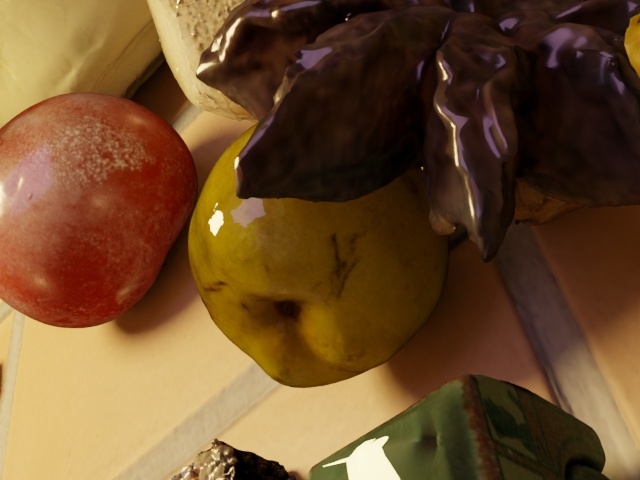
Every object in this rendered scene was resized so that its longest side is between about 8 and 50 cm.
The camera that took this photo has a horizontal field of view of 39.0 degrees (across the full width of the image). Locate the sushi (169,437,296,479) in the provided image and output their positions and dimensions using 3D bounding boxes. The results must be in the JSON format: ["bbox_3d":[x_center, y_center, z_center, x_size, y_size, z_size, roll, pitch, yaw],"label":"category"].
[{"bbox_3d":[-0.069,0.224,0.650,0.090,0.078,0.150,-33,41,33],"label":"sushi"}]

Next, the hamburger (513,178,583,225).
[{"bbox_3d":[0.157,-0.047,0.610,0.083,0.044,0.076,-28,44,39],"label":"hamburger"}]

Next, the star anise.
[{"bbox_3d":[0.084,-0.105,0.537,0.332,0.331,0.118,-121,26,-55],"label":"star anise"}]

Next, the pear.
[{"bbox_3d":[0.000,0.000,0.647,0.200,0.200,0.200,-33,40,33],"label":"pear"}]

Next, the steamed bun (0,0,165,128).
[{"bbox_3d":[-0.407,-0.316,1.227,0.456,0.371,0.290,-43,13,32],"label":"steamed bun"}]

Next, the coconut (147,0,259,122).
[{"bbox_3d":[-0.036,-0.225,0.851,0.245,0.247,0.245,-13,42,11],"label":"coconut"}]

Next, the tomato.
[{"bbox_3d":[-0.275,-0.039,1.007,0.270,0.227,0.270,-37,36,33],"label":"tomato"}]

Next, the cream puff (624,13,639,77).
[{"bbox_3d":[0.220,-0.119,0.335,0.291,0.324,0.257,8,88,25],"label":"cream puff"}]

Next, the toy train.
[{"bbox_3d":[0.090,0.211,0.381,0.129,0.159,0.326,-40,38,29],"label":"toy train"}]
